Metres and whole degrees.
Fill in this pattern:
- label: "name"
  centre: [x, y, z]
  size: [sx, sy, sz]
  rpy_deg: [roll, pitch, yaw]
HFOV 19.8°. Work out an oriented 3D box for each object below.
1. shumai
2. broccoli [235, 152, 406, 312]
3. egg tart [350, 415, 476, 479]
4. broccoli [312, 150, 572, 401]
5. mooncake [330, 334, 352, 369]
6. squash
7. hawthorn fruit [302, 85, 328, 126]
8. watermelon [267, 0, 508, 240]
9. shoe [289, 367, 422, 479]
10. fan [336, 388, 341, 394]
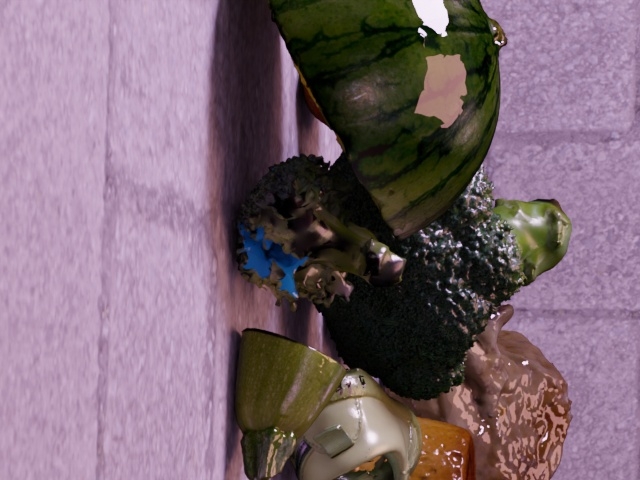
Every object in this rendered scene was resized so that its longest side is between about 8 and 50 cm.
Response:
- label: "shumai"
  centre: [0.217, 0.217, 2.539]
  size: [0.262, 0.267, 0.314]
  rpy_deg: [77, 10, -58]
- label: "broccoli"
  centre: [0.000, 0.000, 1.674]
  size: [0.154, 0.160, 0.167]
  rpy_deg: [-25, 132, -47]
- label: "egg tart"
  centre: [0.119, 0.314, 2.351]
  size: [0.202, 0.147, 0.203]
  rpy_deg: [1, 90, -77]
- label: "broccoli"
  centre: [0.119, 0.023, 1.951]
  size: [0.297, 0.297, 0.298]
  rpy_deg: [3, -87, 55]
- label: "mooncake"
  centre: [0.086, 0.041, 2.192]
  size: [0.245, 0.133, 0.245]
  rpy_deg: [0, 90, -80]
- label: "squash"
  centre: [-0.043, 0.158, 1.664]
  size: [0.105, 0.105, 0.132]
  rpy_deg: [61, 47, -70]
- label: "hawthorn fruit"
  centre: [0.048, -0.172, 1.995]
  size: [0.138, 0.132, 0.133]
  rpy_deg: [89, 5, -70]
- label: "watermelon"
  centre: [0.068, -0.185, 1.706]
  size: [0.331, 0.189, 0.331]
  rpy_deg: [60, 2, -3]
- label: "shoe"
  centre: [0.027, 0.224, 1.911]
  size: [0.262, 0.140, 0.128]
  rpy_deg: [62, 20, -59]
- label: "fan"
  centre: [0.007, 0.256, 2.110]
  size: [0.152, 0.008, 0.227]
  rpy_deg: [74, 20, -54]
